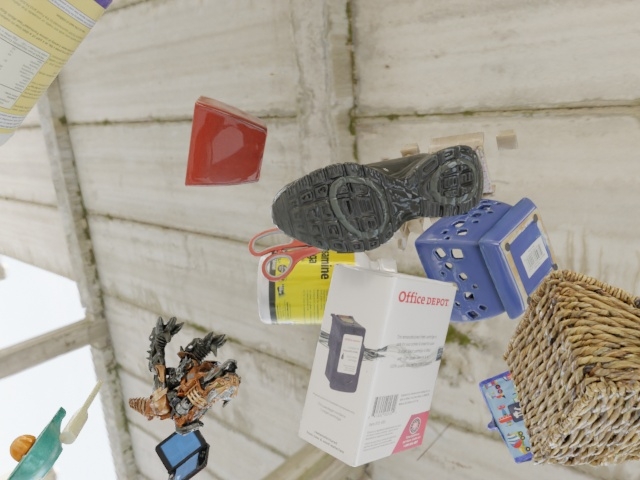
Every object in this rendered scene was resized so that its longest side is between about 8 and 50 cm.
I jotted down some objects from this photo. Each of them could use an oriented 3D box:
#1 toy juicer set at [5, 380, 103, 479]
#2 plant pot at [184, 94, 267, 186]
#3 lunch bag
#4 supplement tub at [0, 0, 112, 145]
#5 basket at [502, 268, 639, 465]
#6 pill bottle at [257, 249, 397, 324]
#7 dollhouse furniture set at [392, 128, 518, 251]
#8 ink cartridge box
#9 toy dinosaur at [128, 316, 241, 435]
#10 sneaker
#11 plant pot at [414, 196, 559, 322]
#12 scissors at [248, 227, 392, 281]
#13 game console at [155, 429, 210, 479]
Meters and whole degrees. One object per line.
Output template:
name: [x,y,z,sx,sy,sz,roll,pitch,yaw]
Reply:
toy juicer set: [-0.551,0.414,0.994,0.089,0.329,0.209,38,-12,-13]
plant pot: [-0.308,-0.321,1.762,0.267,0.236,0.267,-112,-148,-68]
lunch bag: [0.575,0.439,1.379,0.138,0.293,0.221,66,4,-53]
supplement tub: [-0.413,-0.250,0.583,0.241,0.241,0.331,42,-84,24]
basket: [0.461,0.211,0.865,0.214,0.223,0.299,0,-43,0]
pill bottle: [0.019,0.115,1.313,0.334,0.188,0.187,0,-71,1]
dollhouse furniture set: [0.351,-0.104,1.398,0.356,0.173,0.303,-4,-42,28]
ink cartridge box: [0.082,0.158,0.715,0.100,0.172,0.237,13,-90,41]
toy dinosaur: [-0.291,0.285,1.061,0.322,0.164,0.218,-14,-124,14]
sneaker: [0.067,-0.053,0.675,0.130,0.286,0.109,9,-72,65]
plant pot: [0.395,0.041,1.210,0.212,0.236,0.236,-5,-64,54]
scissors: [0.000,0.000,1.105,0.021,0.297,0.109,116,-45,-75]
game console: [-0.380,0.584,1.418,0.144,0.124,0.085,-39,-72,7]
